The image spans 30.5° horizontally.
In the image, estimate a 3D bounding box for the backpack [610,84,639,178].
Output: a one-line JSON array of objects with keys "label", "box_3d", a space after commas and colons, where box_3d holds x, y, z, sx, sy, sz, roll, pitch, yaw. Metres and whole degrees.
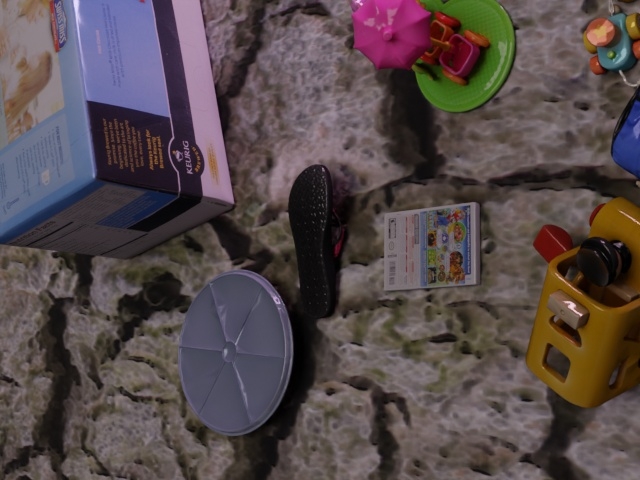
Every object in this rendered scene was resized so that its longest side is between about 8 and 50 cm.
[{"label": "backpack", "box_3d": [0.320, -0.102, 1.040, 0.101, 0.098, 0.120, 41, 110, 34]}]

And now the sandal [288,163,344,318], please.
[{"label": "sandal", "box_3d": [0.000, 0.000, 1.361, 0.067, 0.040, 0.179, 6, 102, 48]}]

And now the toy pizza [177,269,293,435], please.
[{"label": "toy pizza", "box_3d": [-0.100, 0.136, 1.430, 0.201, 0.032, 0.201, -8, 78, 42]}]

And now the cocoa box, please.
[{"label": "cocoa box", "box_3d": [-0.290, -0.178, 1.514, 0.231, 0.228, 0.347, -25, 68, 37]}]

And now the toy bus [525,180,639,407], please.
[{"label": "toy bus", "box_3d": [0.248, 0.050, 1.040, 0.191, 0.104, 0.202, -25, 87, 58]}]

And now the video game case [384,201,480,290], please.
[{"label": "video game case", "box_3d": [0.119, 0.008, 1.264, 0.122, 0.011, 0.087, -6, 79, 42]}]

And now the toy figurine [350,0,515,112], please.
[{"label": "toy figurine", "box_3d": [0.091, -0.222, 1.223, 0.173, 0.159, 0.130, 45, 113, 37]}]

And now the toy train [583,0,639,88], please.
[{"label": "toy train", "box_3d": [0.310, -0.221, 1.100, 0.125, 0.046, 0.166, 36, 107, 40]}]
